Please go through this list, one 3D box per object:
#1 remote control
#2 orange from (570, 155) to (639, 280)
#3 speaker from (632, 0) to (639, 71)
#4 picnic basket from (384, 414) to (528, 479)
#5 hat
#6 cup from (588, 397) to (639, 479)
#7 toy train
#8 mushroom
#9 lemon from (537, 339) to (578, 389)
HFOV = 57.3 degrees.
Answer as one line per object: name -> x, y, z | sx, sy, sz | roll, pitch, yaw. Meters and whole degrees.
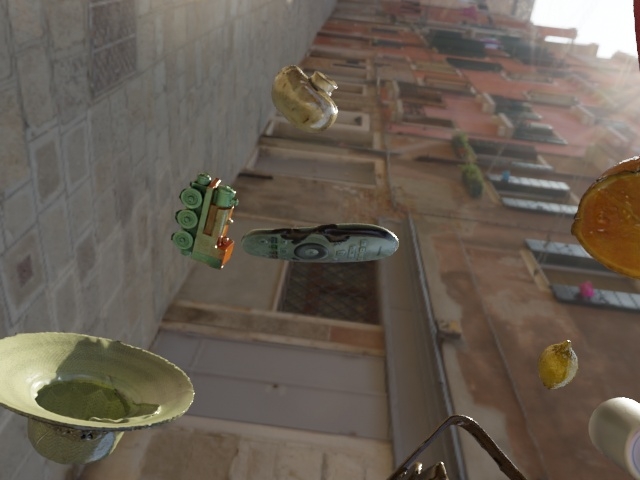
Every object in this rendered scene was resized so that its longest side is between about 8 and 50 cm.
remote control -> -0.001, 0.002, 0.957 | 0.097, 0.257, 0.045 | 100, -11, -59
orange -> 0.615, -0.031, 0.982 | 0.310, 0.275, 0.274 | -122, -143, -68
speaker -> 0.539, -0.315, 0.781 | 0.294, 0.295, 0.293 | 7, 90, -89
picnic basket -> 0.170, 0.414, 0.761 | 0.321, 0.254, 0.291 | -33, 161, -32
hat -> -0.289, 0.207, 0.702 | 0.252, 0.252, 0.109 | -76, -177, -83
cup -> 0.489, 0.292, 0.865 | 0.133, 0.136, 0.099 | 32, 44, -85
toy train -> -0.218, -0.040, 1.139 | 0.074, 0.119, 0.175 | -74, -177, -66
mushroom -> -0.031, -0.315, 1.287 | 0.127, 0.166, 0.166 | -52, -172, 15
lemon -> 0.406, 0.212, 1.003 | 0.065, 0.065, 0.092 | -78, -175, -81
